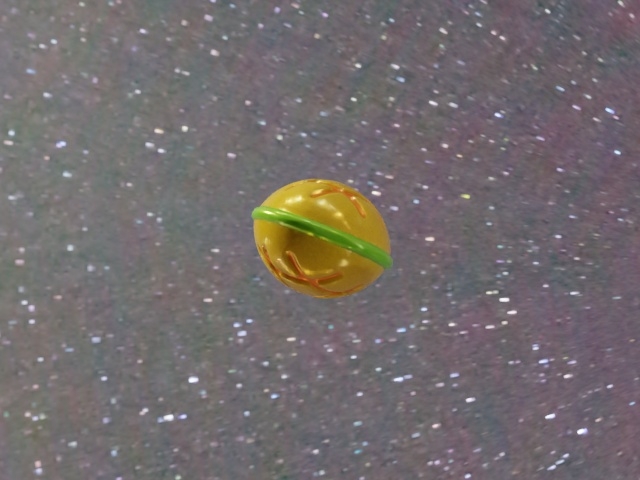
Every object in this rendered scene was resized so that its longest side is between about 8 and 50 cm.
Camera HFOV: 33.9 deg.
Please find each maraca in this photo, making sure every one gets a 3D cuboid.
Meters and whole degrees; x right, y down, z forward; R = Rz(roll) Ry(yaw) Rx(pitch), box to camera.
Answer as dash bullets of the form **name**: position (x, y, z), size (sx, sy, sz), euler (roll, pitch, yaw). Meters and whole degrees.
- **maraca**: position (0.000, 0.000, 0.916), size (0.127, 0.186, 0.099), euler (24, -95, -3)
